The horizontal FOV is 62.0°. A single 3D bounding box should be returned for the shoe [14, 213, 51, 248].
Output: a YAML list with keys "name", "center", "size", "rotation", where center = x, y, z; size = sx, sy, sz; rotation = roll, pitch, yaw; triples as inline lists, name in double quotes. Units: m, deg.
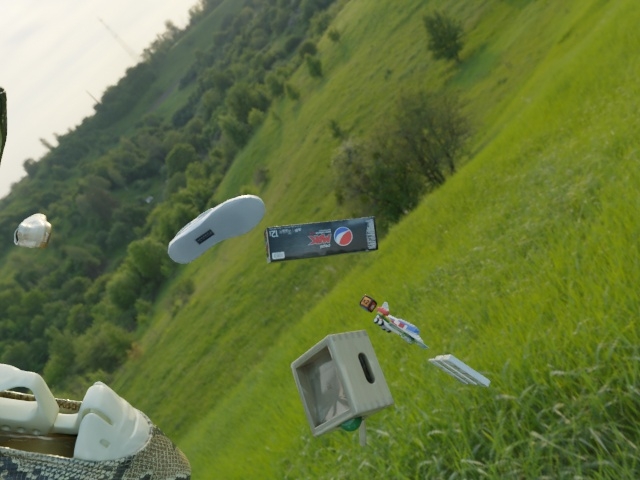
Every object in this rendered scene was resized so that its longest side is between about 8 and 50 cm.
- name: "shoe"
  center: [-0.629, -0.022, 1.151]
  size: [0.219, 0.058, 0.077]
  rotation: [5, 85, 56]

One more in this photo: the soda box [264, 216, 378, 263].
- name: "soda box"
  center: [0.000, 0.000, 0.820]
  size: [0.168, 0.053, 0.060]
  rotation: [-6, -4, -10]

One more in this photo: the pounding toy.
- name: "pounding toy"
  center: [0.039, 0.221, 0.768]
  size: [0.130, 0.100, 0.141]
  rotation: [-45, 56, 42]

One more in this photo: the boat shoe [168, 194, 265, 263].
- name: "boat shoe"
  center: [-0.252, -0.042, 1.274]
  size: [0.258, 0.095, 0.084]
  rotation: [-26, 29, 4]

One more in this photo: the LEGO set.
- name: "LEGO set"
  center: [0.179, 0.170, 0.949]
  size: [0.060, 0.244, 0.182]
  rotation: [-56, -9, -10]

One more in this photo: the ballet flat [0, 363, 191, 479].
- name: "ballet flat"
  center: [-0.427, 0.286, 0.812]
  size: [0.164, 0.482, 0.182]
  rotation: [-106, 32, -68]

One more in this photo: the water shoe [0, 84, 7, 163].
- name: "water shoe"
  center: [-0.497, -0.165, 0.762]
  size: [0.203, 0.080, 0.073]
  rotation: [-42, 46, 50]
